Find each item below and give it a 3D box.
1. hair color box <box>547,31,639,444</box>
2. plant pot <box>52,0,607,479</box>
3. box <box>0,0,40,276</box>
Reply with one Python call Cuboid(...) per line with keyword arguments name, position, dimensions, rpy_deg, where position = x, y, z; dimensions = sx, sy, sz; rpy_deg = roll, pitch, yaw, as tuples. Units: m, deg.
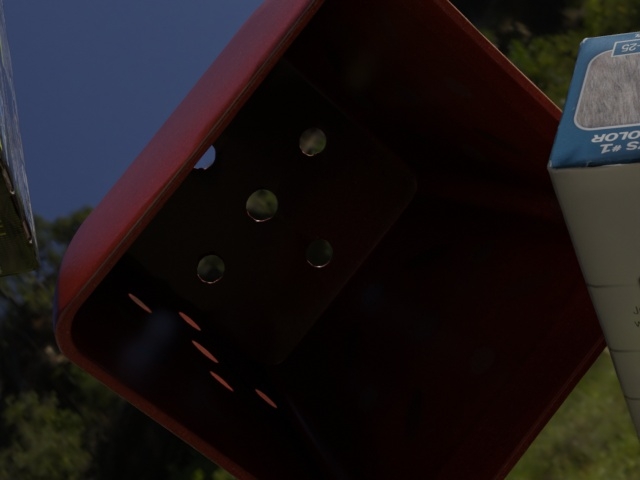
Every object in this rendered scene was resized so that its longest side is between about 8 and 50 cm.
Cuboid(name="hair color box", position=(0.245, 0.055, 0.724), dimensions=(0.347, 0.174, 0.105), rpy_deg=(64, -146, -37))
Cuboid(name="plant pot", position=(0.000, 0.000, 0.886), dimensions=(0.267, 0.236, 0.267), rpy_deg=(40, -93, -23))
Cuboid(name="box", position=(-0.208, -0.135, 0.786), dimensions=(0.060, 0.270, 0.216), rpy_deg=(-9, -17, -7))
